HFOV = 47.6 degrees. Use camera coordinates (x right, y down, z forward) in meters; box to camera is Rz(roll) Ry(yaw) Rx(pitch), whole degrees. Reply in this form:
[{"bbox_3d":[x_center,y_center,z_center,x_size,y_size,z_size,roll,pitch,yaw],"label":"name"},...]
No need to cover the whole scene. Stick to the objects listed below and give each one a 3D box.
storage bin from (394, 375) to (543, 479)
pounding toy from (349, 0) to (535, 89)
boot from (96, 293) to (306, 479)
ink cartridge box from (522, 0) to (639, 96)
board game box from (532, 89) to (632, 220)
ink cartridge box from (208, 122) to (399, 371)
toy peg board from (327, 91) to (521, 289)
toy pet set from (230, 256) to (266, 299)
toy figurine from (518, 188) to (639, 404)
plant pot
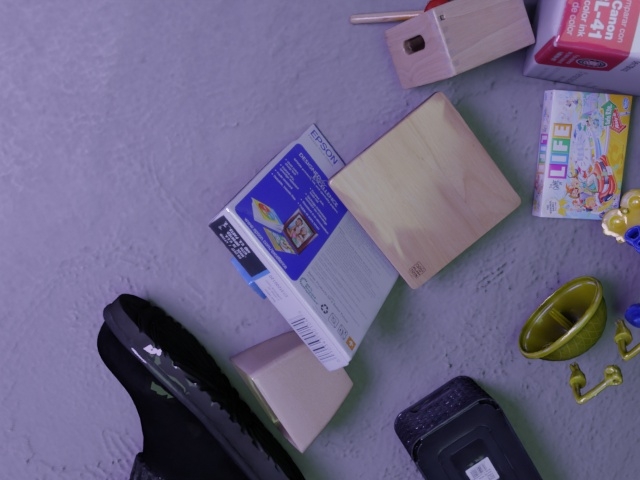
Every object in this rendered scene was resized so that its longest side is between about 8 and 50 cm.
[{"bbox_3d":[0.188,0.277,0.903,0.122,0.084,0.180,-32,103,-3],"label":"storage bin"},{"bbox_3d":[0.129,-0.232,0.799,0.130,0.141,0.100,-25,102,-19],"label":"pounding toy"},{"bbox_3d":[-0.199,0.259,0.812,0.260,0.131,0.348,-37,103,-2],"label":"boot"},{"bbox_3d":[0.385,-0.218,0.746,0.306,0.226,0.131,13,96,7],"label":"ink cartridge box"},{"bbox_3d":[0.321,-0.104,0.893,0.103,0.026,0.154,2,99,-9],"label":"board game box"},{"bbox_3d":[0.000,0.000,0.803,0.045,0.208,0.206,-28,106,40],"label":"ink cartridge box"},{"bbox_3d":[0.114,-0.059,0.841,0.160,0.079,0.161,-39,102,0],"label":"toy peg board"},{"bbox_3d":[-0.046,0.001,0.830,0.114,0.065,0.122,-40,102,-2],"label":"toy pet set"},{"bbox_3d":[0.443,0.071,0.859,0.217,0.191,0.362,34,102,-27],"label":"toy figurine"},{"bbox_3d":[-0.027,0.162,0.844,0.096,0.109,0.109,-35,103,-16],"label":"plant pot"}]
